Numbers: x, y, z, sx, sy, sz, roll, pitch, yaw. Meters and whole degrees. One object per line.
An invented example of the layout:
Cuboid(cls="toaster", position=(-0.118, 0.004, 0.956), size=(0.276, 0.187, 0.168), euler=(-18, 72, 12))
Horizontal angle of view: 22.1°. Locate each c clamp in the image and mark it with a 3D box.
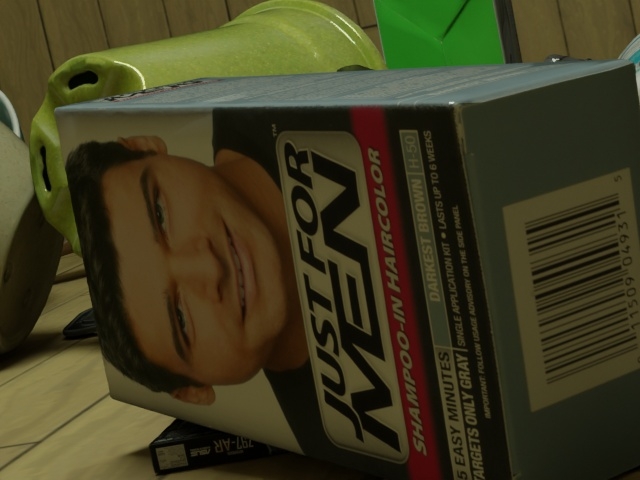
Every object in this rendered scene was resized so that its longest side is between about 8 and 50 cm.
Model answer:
Cuboid(cls="c clamp", position=(-0.181, 0.069, 1.591), size=(0.137, 0.022, 0.160), euler=(-17, 8, -1))

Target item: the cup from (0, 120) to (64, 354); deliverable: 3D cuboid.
Cuboid(cls="cup", position=(-0.375, -0.008, 1.513), size=(0.237, 0.331, 0.331), euler=(14, 11, 8))

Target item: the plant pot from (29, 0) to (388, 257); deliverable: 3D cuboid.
Cuboid(cls="plant pot", position=(-0.110, -0.082, 1.475), size=(0.276, 0.276, 0.254), euler=(-6, 1, 44))

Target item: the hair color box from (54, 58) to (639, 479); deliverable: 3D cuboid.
Cuboid(cls="hair color box", position=(0.005, 0.009, 0.861), size=(0.114, 0.185, 0.374), euler=(-16, 12, -33))

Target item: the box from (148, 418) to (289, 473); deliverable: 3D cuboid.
Cuboid(cls="box", position=(-0.050, 0.111, 0.950), size=(0.083, 0.018, 0.067), euler=(-11, 6, 12))

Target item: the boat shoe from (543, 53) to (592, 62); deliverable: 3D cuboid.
Cuboid(cls="boat shoe", position=(0.238, -0.107, 1.626), size=(0.065, 0.206, 0.075), euler=(25, 56, 16))

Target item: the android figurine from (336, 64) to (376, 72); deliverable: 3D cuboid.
Cuboid(cls="android figurine", position=(-0.019, -0.029, 1.350), size=(0.248, 0.056, 0.273), euler=(-16, -34, -15))

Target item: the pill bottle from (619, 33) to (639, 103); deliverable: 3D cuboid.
Cuboid(cls="pill bottle", position=(0.351, -0.130, 1.570), size=(0.146, 0.146, 0.264), euler=(-10, 17, 16))

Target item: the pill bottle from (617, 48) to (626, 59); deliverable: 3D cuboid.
Cuboid(cls="pill bottle", position=(0.491, -0.190, 1.921), size=(0.169, 0.169, 0.301), euler=(-16, 8, -34))

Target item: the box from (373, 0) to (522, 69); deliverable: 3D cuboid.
Cuboid(cls="box", position=(0.150, -0.142, 1.726), size=(0.127, 0.262, 0.231), euler=(-10, 6, 13))

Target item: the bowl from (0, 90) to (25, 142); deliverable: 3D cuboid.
Cuboid(cls="bowl", position=(-0.436, -0.019, 1.835), size=(0.312, 0.311, 0.163), euler=(-10, -37, 19))

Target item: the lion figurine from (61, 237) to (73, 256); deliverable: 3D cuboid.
Cuboid(cls="lion figurine", position=(-0.331, -0.013, 2.070), size=(0.392, 0.142, 0.240), euler=(-17, 0, -7))
